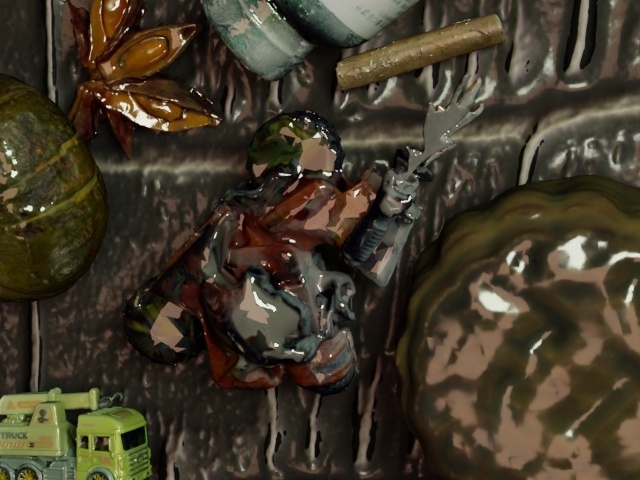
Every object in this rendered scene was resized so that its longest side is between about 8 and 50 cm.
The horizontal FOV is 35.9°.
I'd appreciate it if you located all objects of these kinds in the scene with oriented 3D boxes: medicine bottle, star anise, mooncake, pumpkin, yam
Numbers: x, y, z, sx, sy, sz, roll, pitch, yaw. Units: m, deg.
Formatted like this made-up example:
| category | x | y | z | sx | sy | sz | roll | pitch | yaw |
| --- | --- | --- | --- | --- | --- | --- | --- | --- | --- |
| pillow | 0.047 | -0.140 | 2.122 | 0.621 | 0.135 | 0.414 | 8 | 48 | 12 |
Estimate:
| category | x | y | z | sx | sy | sz | roll | pitch | yaw |
| --- | --- | --- | --- | --- | --- | --- | --- | --- | --- |
| medicine bottle | 0.043 | -0.249 | 0.766 | 0.293 | 0.141 | 0.141 | -36 | 93 | 19 |
| star anise | -0.164 | -0.149 | 0.892 | 0.157 | 0.053 | 0.212 | 11 | 105 | 12 |
| mooncake | 0.199 | 0.092 | 0.803 | 0.290 | 0.161 | 0.290 | 3 | 102 | 14 |
| pumpkin | -0.298 | -0.034 | 0.885 | 0.219 | 0.162 | 0.219 | 18 | 133 | 21 |
| yam | 0.083 | -0.160 | 0.837 | 0.145 | 0.032 | 0.032 | -14 | 100 | 16 |

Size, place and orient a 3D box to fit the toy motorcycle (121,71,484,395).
| category | x | y | z | sx | sy | sz | roll | pitch | yaw |
| --- | --- | --- | --- | --- | --- | --- | --- | --- | --- |
| toy motorcycle | 0.000 | 0.000 | 0.846 | 0.207 | 0.134 | 0.401 | 40 | 111 | 2 |

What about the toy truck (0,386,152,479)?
| category | x | y | z | sx | sy | sz | roll | pitch | yaw |
| --- | --- | --- | --- | --- | --- | --- | --- | --- | --- |
| toy truck | -0.257 | 0.200 | 0.995 | 0.169 | 0.077 | 0.100 | -2 | 90 | 18 |
